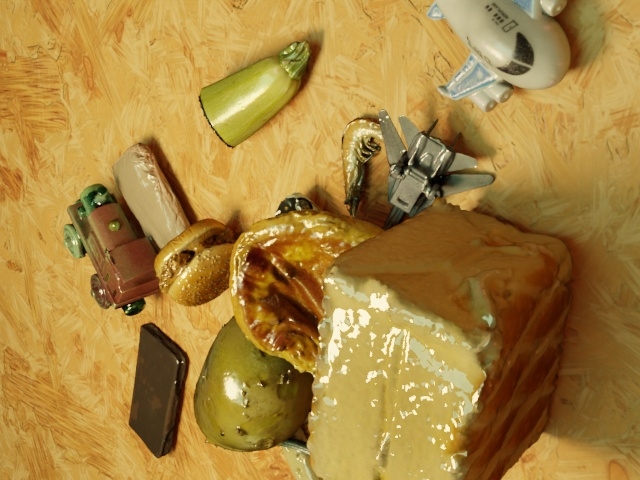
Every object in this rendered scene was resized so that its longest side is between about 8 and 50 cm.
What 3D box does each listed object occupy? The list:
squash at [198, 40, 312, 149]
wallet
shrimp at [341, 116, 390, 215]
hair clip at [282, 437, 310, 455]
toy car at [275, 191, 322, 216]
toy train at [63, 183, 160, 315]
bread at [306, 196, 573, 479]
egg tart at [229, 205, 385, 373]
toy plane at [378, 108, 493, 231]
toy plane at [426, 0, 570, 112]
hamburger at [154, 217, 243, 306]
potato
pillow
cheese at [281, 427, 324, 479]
[{"bbox_3d":[-0.114,-0.264,1.841,0.287,0.137,0.137,-21,88,45],"label":"squash"},{"bbox_3d":[-0.388,0.358,2.388,0.165,0.042,0.310,35,125,35],"label":"wallet"},{"bbox_3d":[0.087,-0.123,1.750,0.124,0.034,0.178,11,107,36],"label":"shrimp"},{"bbox_3d":[-0.002,0.429,1.995,0.229,0.039,0.070,24,113,29],"label":"hair clip"},{"bbox_3d":[0.000,0.000,1.857,0.205,0.056,0.095,43,131,6],"label":"toy car"},{"bbox_3d":[-0.463,0.012,2.247,0.304,0.150,0.221,60,150,15],"label":"toy train"},{"bbox_3d":[0.186,0.169,1.498,0.279,0.390,0.371,21,117,28],"label":"bread"},{"bbox_3d":[0.017,0.075,1.748,0.351,0.153,0.340,15,122,0],"label":"egg tart"},{"bbox_3d":[0.143,-0.076,1.664,0.212,0.088,0.267,33,131,5],"label":"toy plane"},{"bbox_3d":[0.248,-0.313,1.457,0.266,0.122,0.267,18,118,39],"label":"toy plane"},{"bbox_3d":[-0.241,0.050,2.022,0.118,0.191,0.182,46,112,25],"label":"hamburger"},{"bbox_3d":[-0.133,0.294,1.961,0.359,0.219,0.270,118,165,-47],"label":"potato"},{"bbox_3d":[-0.366,-0.080,2.200,0.173,0.067,0.270,-40,74,50],"label":"pillow"},{"bbox_3d":[-0.035,0.456,2.062,0.065,0.043,0.194,-35,80,52],"label":"cheese"}]
